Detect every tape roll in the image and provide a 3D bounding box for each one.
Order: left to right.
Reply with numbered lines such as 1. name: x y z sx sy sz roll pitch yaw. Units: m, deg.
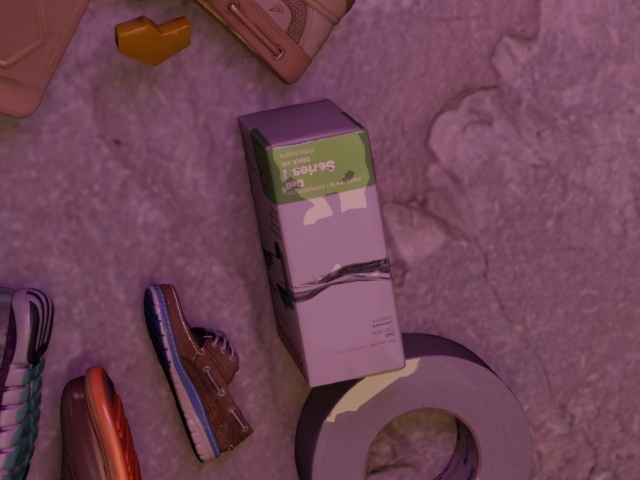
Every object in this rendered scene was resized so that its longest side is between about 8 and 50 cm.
1. tape roll: 0.089 0.202 1.544 0.219 0.072 0.219 -3 104 -13

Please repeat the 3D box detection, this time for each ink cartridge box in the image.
1. ink cartridge box: 0.000 0.000 1.425 0.092 0.160 0.219 -12 106 -9

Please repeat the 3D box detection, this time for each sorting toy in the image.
1. sorting toy: -0.237 -0.210 1.276 0.307 0.041 0.229 16 119 -27

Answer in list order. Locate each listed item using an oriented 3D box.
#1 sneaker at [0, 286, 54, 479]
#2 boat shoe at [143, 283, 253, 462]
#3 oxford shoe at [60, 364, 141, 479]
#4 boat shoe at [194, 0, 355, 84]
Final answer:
1. sneaker: -0.304 0.144 1.447 0.098 0.083 0.224 12 97 5
2. boat shoe: -0.110 0.113 1.483 0.066 0.066 0.183 -22 118 -12
3. oxford shoe: -0.224 0.291 1.468 0.132 0.130 0.364 -2 103 -5
4. boat shoe: -0.131 -0.251 1.351 0.341 0.121 0.110 32 94 -20
